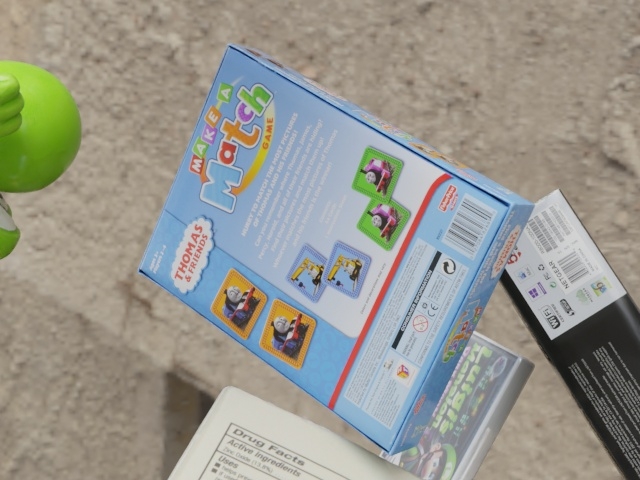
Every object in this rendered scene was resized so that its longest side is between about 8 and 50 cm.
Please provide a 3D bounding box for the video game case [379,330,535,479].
[{"bbox_3d":[0.127,0.183,1.238,0.190,0.022,0.173,-61,18,-1],"label":"video game case"}]

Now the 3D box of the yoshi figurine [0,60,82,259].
[{"bbox_3d":[-0.317,-0.140,0.959,0.203,0.362,0.204,-9,47,23],"label":"yoshi figurine"}]

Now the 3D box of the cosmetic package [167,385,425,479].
[{"bbox_3d":[-0.054,0.238,0.642,0.153,0.296,0.129,26,129,6],"label":"cosmetic package"}]

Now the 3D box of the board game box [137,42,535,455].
[{"bbox_3d":[0.000,0.000,0.725,0.211,0.039,0.160,33,108,27],"label":"board game box"}]

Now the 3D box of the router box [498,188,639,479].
[{"bbox_3d":[0.247,0.117,1.021,0.081,0.243,0.309,-33,80,6],"label":"router box"}]
